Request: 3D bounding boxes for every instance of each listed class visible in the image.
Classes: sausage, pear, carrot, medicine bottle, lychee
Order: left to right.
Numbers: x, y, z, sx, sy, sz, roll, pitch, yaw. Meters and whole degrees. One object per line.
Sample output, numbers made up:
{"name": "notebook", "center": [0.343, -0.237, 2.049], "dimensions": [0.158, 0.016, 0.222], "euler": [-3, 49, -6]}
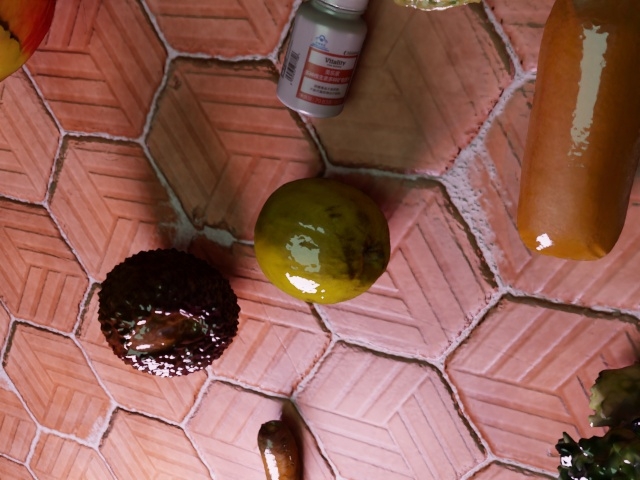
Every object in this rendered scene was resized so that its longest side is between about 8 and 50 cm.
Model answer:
{"name": "lychee", "center": [-0.217, 0.096, 0.984], "dimensions": [0.188, 0.188, 0.188], "euler": [12, 118, 24]}
{"name": "carrot", "center": [-0.058, 0.354, 1.088], "dimensions": [0.060, 0.060, 0.186], "euler": [6, 121, 27]}
{"name": "pear", "center": [0.000, 0.000, 0.832], "dimensions": [0.162, 0.149, 0.148], "euler": [15, 119, 28]}
{"name": "medicine bottle", "center": [0.005, -0.211, 0.769], "dimensions": [0.079, 0.079, 0.140], "euler": [29, 123, 15]}
{"name": "sausage", "center": [0.251, -0.109, 0.668], "dimensions": [0.105, 0.105, 0.274], "euler": [13, 118, 24]}

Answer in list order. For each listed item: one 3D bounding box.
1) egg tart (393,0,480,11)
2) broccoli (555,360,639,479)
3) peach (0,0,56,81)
{"name": "egg tart", "center": [0.102, -0.330, 0.647], "dimensions": [0.241, 0.106, 0.241], "euler": [12, 114, 27]}
{"name": "broccoli", "center": [0.414, 0.264, 0.666], "dimensions": [0.348, 0.293, 0.280], "euler": [36, 88, -3]}
{"name": "peach", "center": [-0.493, -0.357, 0.840], "dimensions": [0.370, 0.370, 0.370], "euler": [12, 118, 24]}
